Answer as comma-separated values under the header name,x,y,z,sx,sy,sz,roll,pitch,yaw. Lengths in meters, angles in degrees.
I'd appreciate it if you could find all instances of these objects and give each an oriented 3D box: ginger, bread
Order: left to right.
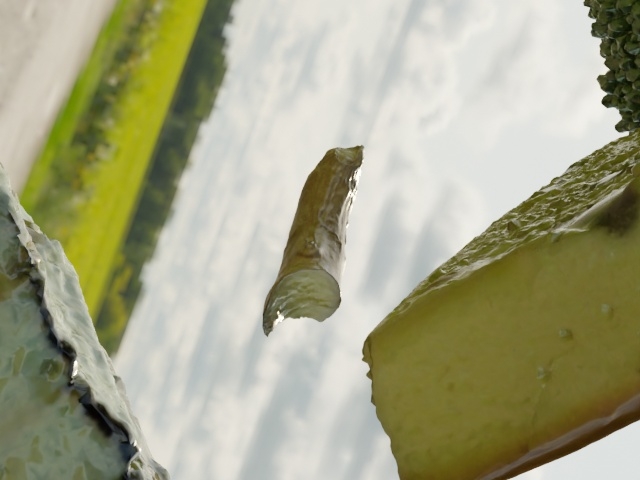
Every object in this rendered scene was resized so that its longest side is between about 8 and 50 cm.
name,x,y,z,sx,sy,sz,roll,pitch,yaw
bread,-0.262,0.057,1.144,0.239,0.395,0.264,-28,-157,0
ginger,-0.002,0.003,1.100,0.057,0.044,0.137,67,30,-46
bread,0.134,-0.001,0.734,0.138,0.077,0.361,-27,-179,24

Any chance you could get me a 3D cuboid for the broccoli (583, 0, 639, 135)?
name,x,y,z,sx,sy,sz,roll,pitch,yaw
broccoli,0.325,-0.088,1.035,0.302,0.375,0.249,28,-78,52
